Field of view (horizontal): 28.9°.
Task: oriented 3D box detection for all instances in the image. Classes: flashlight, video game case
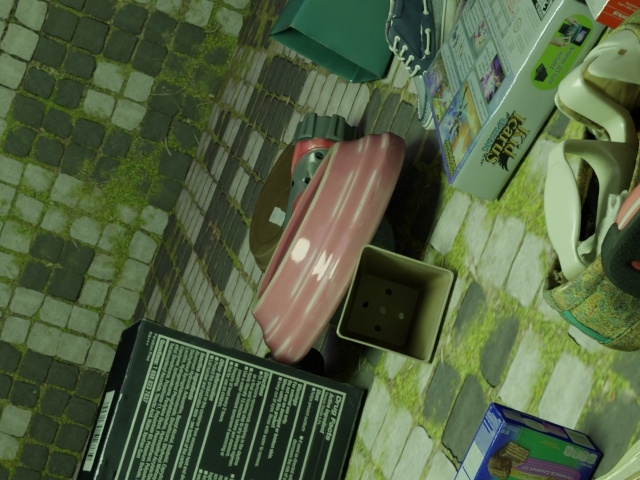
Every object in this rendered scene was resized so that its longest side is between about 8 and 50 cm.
[{"bbox_3d":[-0.011,-0.041,1.895,0.103,0.103,0.304,78,-160,-66],"label":"flashlight"},{"bbox_3d":[0.210,-0.214,1.399,0.244,0.061,0.269,-60,18,29],"label":"video game case"}]

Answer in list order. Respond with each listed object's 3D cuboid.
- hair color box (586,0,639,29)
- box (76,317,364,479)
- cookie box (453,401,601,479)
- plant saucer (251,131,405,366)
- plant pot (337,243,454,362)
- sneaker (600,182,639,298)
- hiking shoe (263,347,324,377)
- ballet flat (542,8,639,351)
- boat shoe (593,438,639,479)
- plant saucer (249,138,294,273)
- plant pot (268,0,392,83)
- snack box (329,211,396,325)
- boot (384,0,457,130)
[{"bbox_3d":[0.311,-0.284,1.157,0.093,0.053,0.167,-91,24,-55],"label":"hair color box"},{"bbox_3d":[-0.140,0.286,1.545,0.183,0.294,0.296,152,136,-71],"label":"box"},{"bbox_3d":[0.161,0.198,1.009,0.040,0.091,0.107,-111,42,-72],"label":"cookie box"},{"bbox_3d":[0.000,0.000,1.609,0.332,0.084,0.332,-62,5,10],"label":"plant saucer"},{"bbox_3d":[0.080,0.076,1.428,0.096,0.109,0.109,123,164,-81],"label":"plant pot"},{"bbox_3d":[0.314,-0.079,0.847,0.314,0.116,0.136,-52,13,33],"label":"sneaker"},{"bbox_3d":[-0.057,0.189,1.769,0.227,0.086,0.114,128,153,-51],"label":"hiking shoe"},{"bbox_3d":[0.243,-0.080,1.026,0.123,0.123,0.349,137,149,-59],"label":"ballet flat"},{"bbox_3d":[0.218,0.194,0.894,0.045,0.050,0.135,-85,21,-58],"label":"boat shoe"},{"bbox_3d":[-0.047,-0.074,2.086,0.278,0.041,0.278,-49,27,36],"label":"plant saucer"},{"bbox_3d":[0.056,-0.395,1.977,0.234,0.165,0.165,-63,15,-4],"label":"plant pot"},{"bbox_3d":[0.051,0.036,1.677,0.100,0.037,0.141,-98,32,-58],"label":"snack box"},{"bbox_3d":[0.123,-0.241,1.619,0.069,0.086,0.190,176,99,-76],"label":"boot"}]
